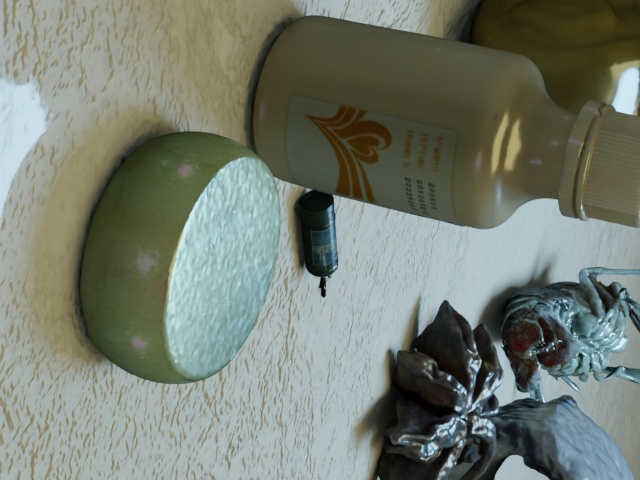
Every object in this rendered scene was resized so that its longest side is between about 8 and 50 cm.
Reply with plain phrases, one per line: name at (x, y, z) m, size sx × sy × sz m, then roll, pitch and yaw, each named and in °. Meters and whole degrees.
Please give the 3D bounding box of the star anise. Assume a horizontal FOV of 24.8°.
star anise at (0.119, 0.172, 1.381) m, size 0.231 × 0.089 × 0.209 m, roll 39°, pitch 75°, yaw -55°

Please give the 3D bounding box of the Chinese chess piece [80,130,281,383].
Chinese chess piece at (-0.077, 0.010, 0.822) m, size 0.144 × 0.058 × 0.144 m, roll -45°, pitch 142°, yaw -51°

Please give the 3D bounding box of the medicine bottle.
medicine bottle at (0.089, -0.067, 0.916) m, size 0.114 × 0.252 × 0.114 m, roll 14°, pitch 90°, yaw -69°

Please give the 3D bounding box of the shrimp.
shrimp at (0.307, 0.111, 1.746) m, size 0.221 × 0.166 × 0.410 m, roll -46°, pitch 150°, yaw 17°

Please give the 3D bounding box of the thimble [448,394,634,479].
thimble at (0.227, 0.295, 1.560) m, size 0.157 × 0.217 × 0.246 m, roll -12°, pitch 102°, yaw -67°

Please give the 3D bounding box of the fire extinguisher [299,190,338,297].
fire extinguisher at (0.000, 0.000, 1.055) m, size 0.038 × 0.025 × 0.083 m, roll -87°, pitch 174°, yaw -49°

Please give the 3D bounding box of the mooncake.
mooncake at (0.244, -0.178, 1.297) m, size 0.235 × 0.234 × 0.117 m, roll -51°, pitch 145°, yaw -47°
